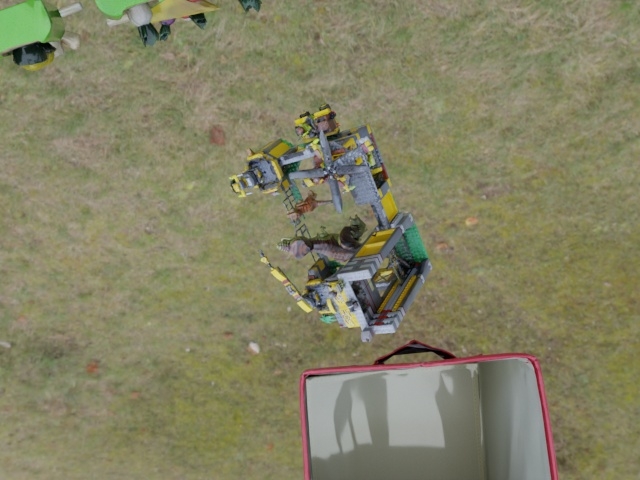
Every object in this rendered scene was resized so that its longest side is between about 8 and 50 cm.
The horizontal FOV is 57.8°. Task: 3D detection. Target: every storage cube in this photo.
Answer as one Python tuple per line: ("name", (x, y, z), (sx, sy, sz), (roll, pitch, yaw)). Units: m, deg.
("storage cube", (0.079, 0.198, 0.502), (0.183, 0.215, 0.193), (-4, 168, -2))

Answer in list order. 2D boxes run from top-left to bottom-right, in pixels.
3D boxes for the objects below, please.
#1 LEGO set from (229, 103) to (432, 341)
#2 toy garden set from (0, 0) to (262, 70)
("LEGO set", (0.000, 0.000, 0.808), (0.254, 0.192, 0.332), (-2, 118, 32))
("toy garden set", (-0.159, -0.142, 0.401), (0.244, 0.204, 0.049), (-24, 115, -10))
